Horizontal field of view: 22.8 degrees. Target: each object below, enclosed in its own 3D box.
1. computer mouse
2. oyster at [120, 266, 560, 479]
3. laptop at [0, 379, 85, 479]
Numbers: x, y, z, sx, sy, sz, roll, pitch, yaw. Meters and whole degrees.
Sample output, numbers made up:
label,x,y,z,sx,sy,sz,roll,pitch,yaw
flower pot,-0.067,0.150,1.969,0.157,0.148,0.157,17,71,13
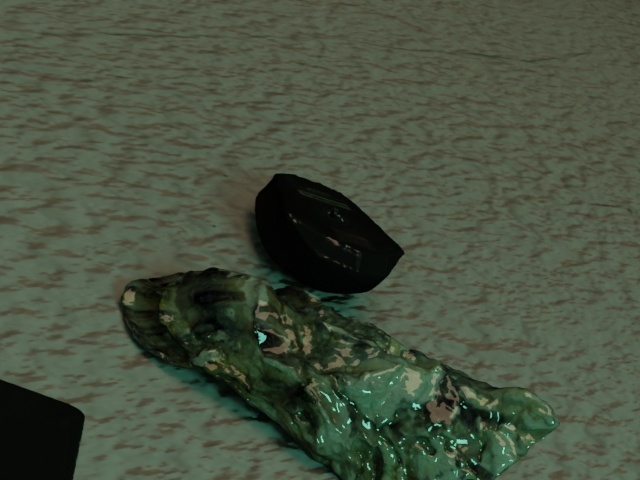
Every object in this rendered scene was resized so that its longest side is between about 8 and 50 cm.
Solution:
label,x,y,z,sx,sy,sz,roll,pitch,yaw
computer mouse,0.000,0.000,1.184,0.099,0.057,0.172,16,17,-21
oyster,-0.002,0.085,1.023,0.199,0.087,0.252,4,23,-41
laptop,-0.224,0.098,0.814,0.207,0.026,0.154,22,28,-12
